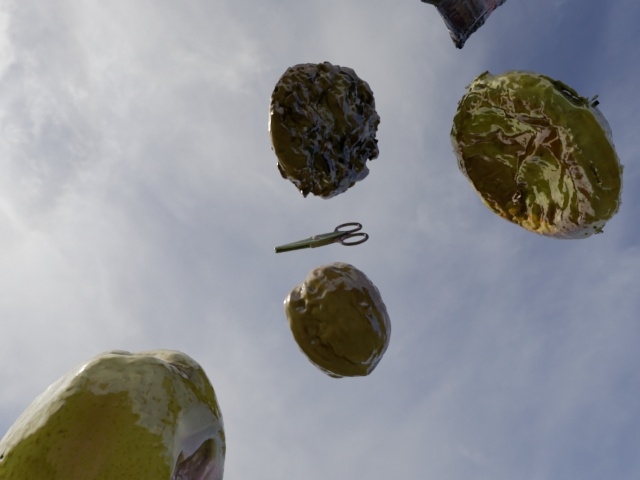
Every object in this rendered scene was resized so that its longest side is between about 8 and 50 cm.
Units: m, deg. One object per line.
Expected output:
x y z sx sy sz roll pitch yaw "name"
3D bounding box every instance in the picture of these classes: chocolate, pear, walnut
0.158 -0.265 0.440 0.086 0.182 0.028 -44 -110 29 "chocolate"
-0.233 0.257 0.479 0.270 0.271 0.272 3 -63 6 "pear"
0.040 0.181 0.909 0.256 0.257 0.224 33 -51 -9 "walnut"

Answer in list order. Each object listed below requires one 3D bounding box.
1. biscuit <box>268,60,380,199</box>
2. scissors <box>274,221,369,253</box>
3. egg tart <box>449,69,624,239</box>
0.029 -0.239 0.896 0.081 0.333 0.290 6 -66 45 "biscuit"
0.000 0.000 0.768 0.175 0.085 0.022 -13 -60 -5 "scissors"
0.382 -0.151 0.718 0.132 0.341 0.342 -40 -72 -12 "egg tart"
